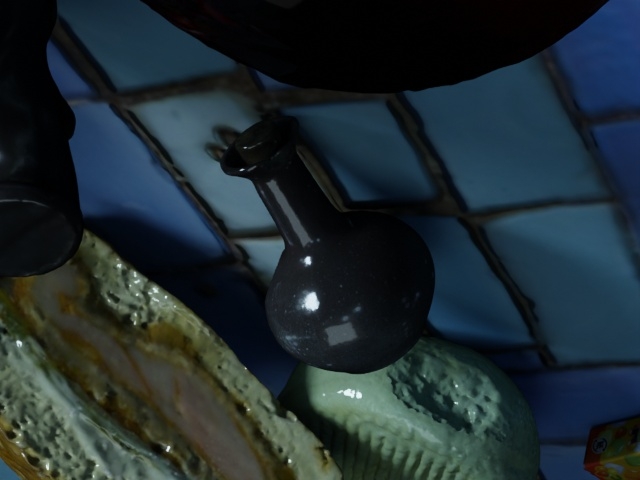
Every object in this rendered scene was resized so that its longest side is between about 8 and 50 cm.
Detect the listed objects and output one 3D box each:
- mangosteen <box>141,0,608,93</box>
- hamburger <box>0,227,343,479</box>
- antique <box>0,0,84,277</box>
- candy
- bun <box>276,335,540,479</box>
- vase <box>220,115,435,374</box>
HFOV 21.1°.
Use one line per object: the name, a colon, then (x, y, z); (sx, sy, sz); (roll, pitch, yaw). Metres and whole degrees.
mangosteen: (0.020, -0.204, 0.686); (0.297, 0.297, 0.293); (36, 143, -28)
hamburger: (-0.142, 0.142, 1.282); (0.330, 0.162, 0.209); (39, 159, -3)
antique: (-0.272, -0.132, 0.930); (0.185, 0.255, 0.322); (-30, 134, 32)
candy: (0.268, 0.161, 1.318); (0.122, 0.038, 0.062); (-21, 132, 41)
bun: (0.071, 0.143, 1.309); (0.221, 0.108, 0.221); (18, 147, 12)
vase: (0.000, 0.000, 1.140); (0.120, 0.120, 0.183); (-12, 123, 33)
